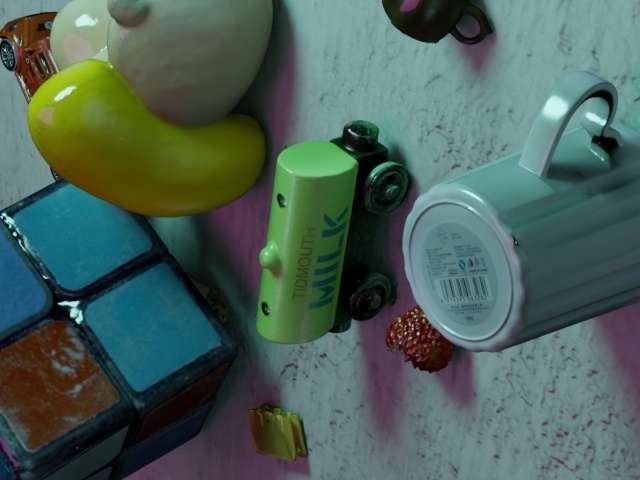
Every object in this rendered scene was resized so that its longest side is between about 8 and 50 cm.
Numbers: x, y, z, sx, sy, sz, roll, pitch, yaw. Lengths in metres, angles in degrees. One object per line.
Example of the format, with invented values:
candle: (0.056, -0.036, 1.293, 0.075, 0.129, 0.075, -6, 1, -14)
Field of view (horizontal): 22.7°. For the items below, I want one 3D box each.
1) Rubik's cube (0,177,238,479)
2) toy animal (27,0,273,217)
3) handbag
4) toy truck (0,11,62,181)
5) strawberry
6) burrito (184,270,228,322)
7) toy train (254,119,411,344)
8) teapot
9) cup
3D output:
Rubik's cube: (-0.329, 0.142, 1.980, 0.318, 0.316, 0.313, 53, 153, 13)
toy animal: (-0.214, -0.201, 1.799, 0.247, 0.278, 0.345, -126, 34, -46)
handbag: (-0.052, 0.235, 1.955, 0.083, 0.027, 0.061, 4, 108, 51)
toy truck: (-0.315, -0.190, 2.060, 0.114, 0.107, 0.252, -34, 78, 53)
strawberry: (0.112, 0.094, 1.645, 0.083, 0.073, 0.073, -52, 55, 8)
burrito: (-0.182, 0.058, 2.039, 0.185, 0.045, 0.041, 29, 136, 48)
toy train: (0.000, 0.000, 1.665, 0.105, 0.157, 0.253, 38, 133, 38)
teapot: (0.111, -0.229, 1.493, 0.121, 0.076, 0.068, 40, 132, -2)
cup: (0.183, -0.026, 1.365, 0.167, 0.202, 0.221, -3, 103, 52)
